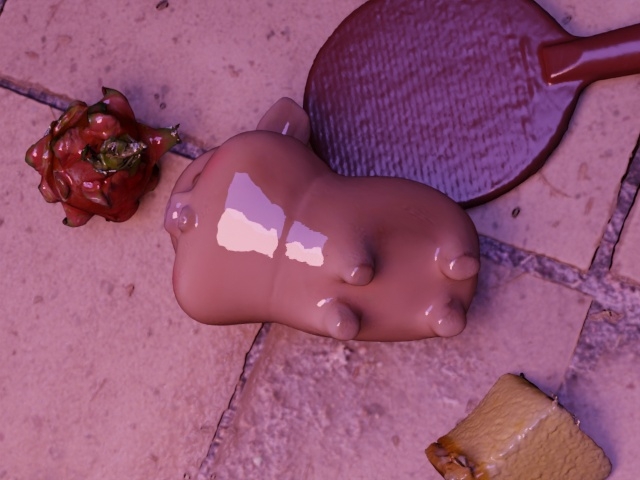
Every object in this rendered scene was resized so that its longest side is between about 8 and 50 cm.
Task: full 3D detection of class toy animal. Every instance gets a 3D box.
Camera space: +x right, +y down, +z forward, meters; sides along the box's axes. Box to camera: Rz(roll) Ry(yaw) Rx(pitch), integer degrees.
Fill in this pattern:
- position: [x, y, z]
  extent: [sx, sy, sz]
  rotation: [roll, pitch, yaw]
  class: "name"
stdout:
- position: [0.000, 0.000, 1.298]
  extent: [0.326, 0.269, 0.237]
  rotation: [9, 105, -27]
  class: "toy animal"

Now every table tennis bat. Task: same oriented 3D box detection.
- position: [0.180, -0.173, 1.392]
  extent: [0.415, 0.051, 0.268]
  rotation: [-12, 76, 12]
  class: "table tennis bat"

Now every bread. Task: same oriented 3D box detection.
- position: [0.200, 0.227, 1.290]
  extent: [0.147, 0.127, 0.152]
  rotation: [-42, 105, -1]
  class: "bread"

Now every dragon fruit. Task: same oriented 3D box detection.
- position: [-0.230, -0.093, 1.391]
  extent: [0.135, 0.236, 0.137]
  rotation: [47, 58, -13]
  class: "dragon fruit"
